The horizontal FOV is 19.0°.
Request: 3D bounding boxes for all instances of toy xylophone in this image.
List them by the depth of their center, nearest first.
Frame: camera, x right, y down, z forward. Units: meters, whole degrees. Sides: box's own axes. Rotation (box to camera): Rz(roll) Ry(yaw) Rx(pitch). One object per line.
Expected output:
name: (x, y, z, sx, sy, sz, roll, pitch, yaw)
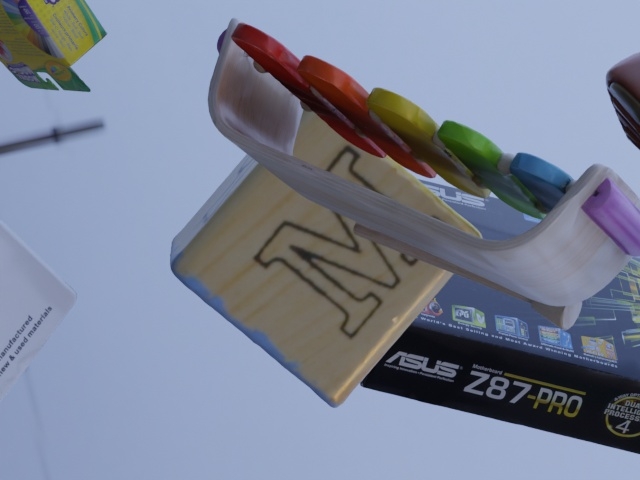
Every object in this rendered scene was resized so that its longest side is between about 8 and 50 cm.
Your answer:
toy xylophone: (0.070, -0.039, 1.275, 0.323, 0.081, 0.236, 26, -6, 24)

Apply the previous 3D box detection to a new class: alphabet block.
alphabet block: (0.000, 0.000, 1.688, 0.193, 0.197, 0.192, 40, 4, -9)

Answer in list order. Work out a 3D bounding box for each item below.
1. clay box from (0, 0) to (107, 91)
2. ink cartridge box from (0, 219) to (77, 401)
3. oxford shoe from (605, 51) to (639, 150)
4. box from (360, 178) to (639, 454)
clay box: (-0.270, -0.227, 1.626, 0.127, 0.053, 0.222, 11, -40, 52)
ink cartridge box: (-0.332, -0.009, 1.282, 0.278, 0.117, 0.201, 47, -28, -24)
oxford shoe: (0.359, -0.061, 1.581, 0.140, 0.146, 0.397, 51, 1, 30)
box: (0.235, 0.079, 1.957, 0.318, 0.395, 0.097, -89, -165, -63)
